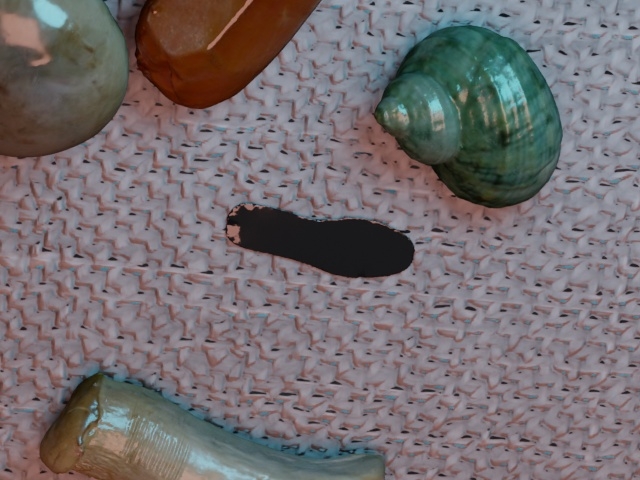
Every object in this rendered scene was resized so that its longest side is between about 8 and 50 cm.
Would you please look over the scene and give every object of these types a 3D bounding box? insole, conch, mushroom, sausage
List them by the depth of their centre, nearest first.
[{"bbox_3d":[-0.272,-0.180,1.652,0.226,0.226,0.178,30,61,-15],"label":"mushroom"},{"bbox_3d":[-0.063,-0.229,1.677,0.133,0.133,0.258,35,102,-16],"label":"sausage"},{"bbox_3d":[0.141,-0.110,1.744,0.188,0.122,0.176,23,131,-9],"label":"conch"},{"bbox_3d":[0.000,0.000,1.830,0.188,0.004,0.064,12,108,-9],"label":"insole"},{"bbox_3d":[-0.100,0.226,1.860,0.351,0.095,0.122,17,90,-13],"label":"mushroom"}]
